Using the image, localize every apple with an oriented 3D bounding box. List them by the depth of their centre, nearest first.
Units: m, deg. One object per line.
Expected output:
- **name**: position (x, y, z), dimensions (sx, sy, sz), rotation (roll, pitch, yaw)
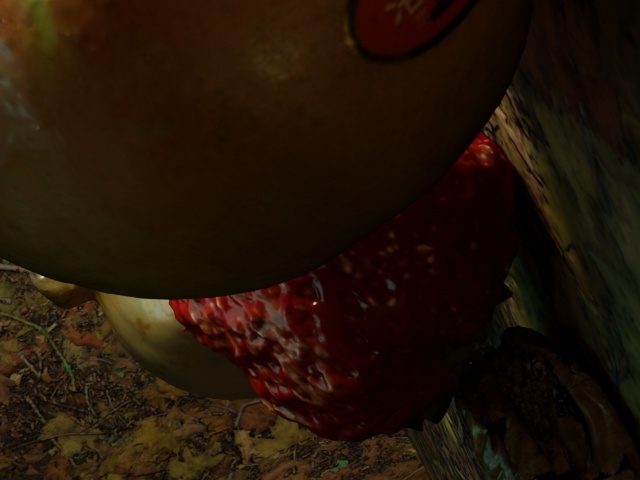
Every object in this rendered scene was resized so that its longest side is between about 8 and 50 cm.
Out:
- **apple**: position (-0.056, -0.128, 0.622), dimensions (0.305, 0.338, 0.338), rotation (43, -165, -47)

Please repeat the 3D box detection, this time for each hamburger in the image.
- **hamburger**: position (0.176, 0.173, 0.972), dimensions (0.231, 0.106, 0.231), rotation (62, 180, 1)

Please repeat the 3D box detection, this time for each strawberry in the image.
- **strawberry**: position (0.000, 0.000, 0.915), dimensions (0.276, 0.257, 0.257), rotation (24, 177, -2)

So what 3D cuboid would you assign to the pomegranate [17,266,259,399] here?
- **pomegranate**: position (-0.096, -0.039, 1.225), dimensions (0.411, 0.411, 0.412), rotation (156, 90, -87)
